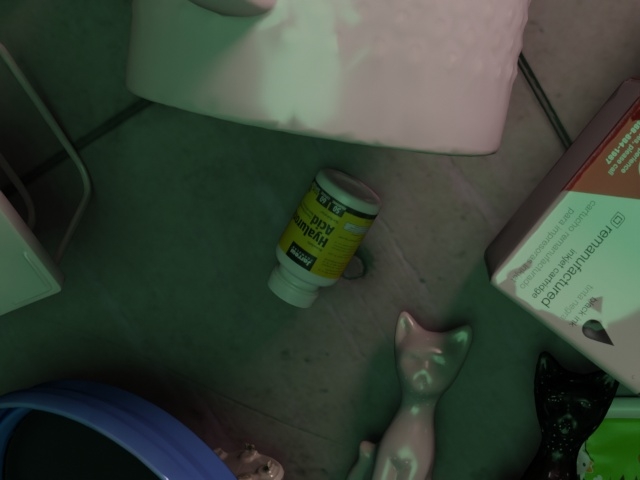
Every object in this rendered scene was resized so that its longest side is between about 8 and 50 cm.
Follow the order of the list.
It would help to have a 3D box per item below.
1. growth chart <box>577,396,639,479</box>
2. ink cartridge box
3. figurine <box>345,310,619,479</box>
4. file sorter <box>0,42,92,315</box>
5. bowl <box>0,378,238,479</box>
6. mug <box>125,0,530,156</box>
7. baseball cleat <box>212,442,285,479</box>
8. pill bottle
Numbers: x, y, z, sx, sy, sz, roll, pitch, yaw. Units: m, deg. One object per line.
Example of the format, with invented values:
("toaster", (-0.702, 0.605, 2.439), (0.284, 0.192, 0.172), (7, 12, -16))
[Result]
("growth chart", (0.310, 0.249, 0.893), (0.171, 0.021, 0.237), (-11, 102, 12))
("ink cartridge box", (0.300, 0.030, 0.776), (0.272, 0.114, 0.197), (37, 104, -2))
("figurine", (0.141, 0.182, 0.868), (0.214, 0.092, 0.210), (16, 103, 11))
("file sorter", (-0.372, -0.029, 0.836), (0.277, 0.173, 0.193), (-21, 119, 15))
("bowl", (-0.200, 0.309, 0.910), (0.391, 0.077, 0.391), (12, 116, 27))
("mug", (0.001, -0.241, 0.626), (0.276, 0.374, 0.328), (15, 103, 23))
("baseball cleat", (-0.122, 0.264, 0.954), (0.205, 0.072, 0.110), (-7, 111, 22))
("pill bottle", (0.000, 0.000, 0.853), (0.065, 0.065, 0.116), (30, 109, 0))
